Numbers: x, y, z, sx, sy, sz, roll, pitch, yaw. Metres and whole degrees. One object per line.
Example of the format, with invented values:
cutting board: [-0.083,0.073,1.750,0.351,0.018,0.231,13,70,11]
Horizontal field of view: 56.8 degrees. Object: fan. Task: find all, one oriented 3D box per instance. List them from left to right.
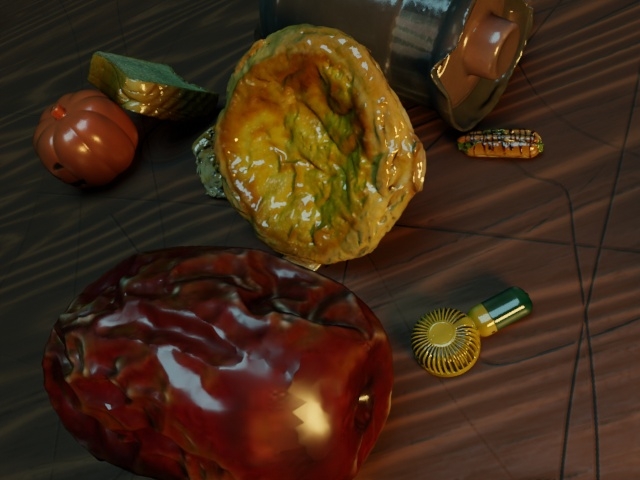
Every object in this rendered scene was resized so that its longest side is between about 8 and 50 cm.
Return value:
fan: [0.181,0.101,0.713,0.155,0.039,0.082,-30,50,2]

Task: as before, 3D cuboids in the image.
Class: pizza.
pizza: [-0.150,-0.141,1.013,0.147,0.069,0.226,-21,51,7]

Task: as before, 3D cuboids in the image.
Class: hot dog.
hot dog: [0.257,-0.142,0.850,0.122,0.037,0.049,4,56,25]

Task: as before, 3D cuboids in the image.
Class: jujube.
jujube: [-0.116,0.140,0.666,0.377,0.276,0.276,13,64,24]

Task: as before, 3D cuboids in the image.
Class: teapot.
teapot: [0.140,-0.346,0.915,0.362,0.305,0.376,31,46,28]

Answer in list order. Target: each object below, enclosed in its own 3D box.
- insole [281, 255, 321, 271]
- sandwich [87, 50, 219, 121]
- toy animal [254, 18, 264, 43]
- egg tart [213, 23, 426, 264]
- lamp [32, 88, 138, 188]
insole: [0.000,0.000,0.883,0.248,0.011,0.081,-46,52,-10]
sandwich: [-0.327,-0.296,1.138,0.215,0.186,0.065,38,117,41]
toy animal: [-0.038,-0.459,1.068,0.158,0.312,0.097,-11,47,-21]
egg tart: [-0.003,-0.126,0.827,0.341,0.341,0.129,17,22,32]
lamp: [-0.450,-0.198,1.125,0.188,0.164,0.187,-11,56,17]
